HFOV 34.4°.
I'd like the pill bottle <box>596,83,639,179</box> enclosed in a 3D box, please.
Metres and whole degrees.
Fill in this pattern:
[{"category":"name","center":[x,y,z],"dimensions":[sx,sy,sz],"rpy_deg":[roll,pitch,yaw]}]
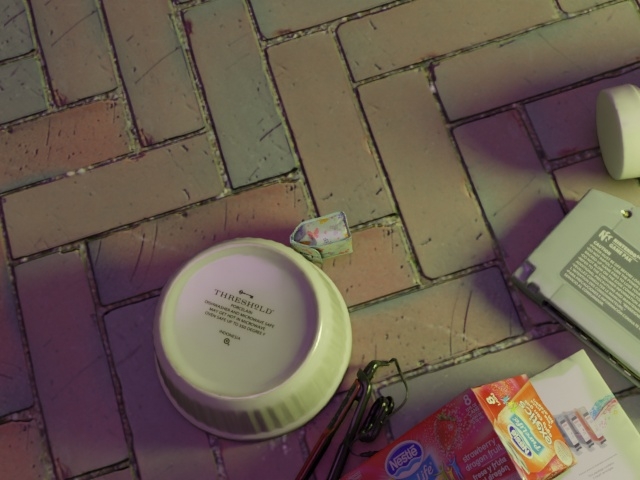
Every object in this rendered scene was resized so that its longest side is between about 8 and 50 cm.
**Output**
[{"category":"pill bottle","center":[0.534,-0.167,1.387],"dimensions":[0.301,0.169,0.169],"rpy_deg":[-10,68,1]}]

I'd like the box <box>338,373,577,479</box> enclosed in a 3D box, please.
[{"category":"box","center":[0.150,0.275,1.208],"dimensions":[0.257,0.128,0.123],"rpy_deg":[-43,65,33]}]

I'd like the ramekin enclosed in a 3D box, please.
[{"category":"ramekin","center":[-0.097,0.121,1.360],"dimensions":[0.273,0.127,0.273],"rpy_deg":[-2,69,5]}]

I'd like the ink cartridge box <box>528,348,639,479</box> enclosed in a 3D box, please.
[{"category":"ink cartridge box","center":[0.308,0.248,1.270],"dimensions":[0.127,0.128,0.176],"rpy_deg":[-27,68,-5]}]

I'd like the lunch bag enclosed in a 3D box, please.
[{"category":"lunch bag","center":[0.000,0.000,1.427],"dimensions":[0.083,0.071,0.053],"rpy_deg":[-13,72,-2]}]

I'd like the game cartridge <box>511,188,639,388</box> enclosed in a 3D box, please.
[{"category":"game cartridge","center":[0.427,0.073,1.367],"dimensions":[0.294,0.060,0.196],"rpy_deg":[41,82,18]}]

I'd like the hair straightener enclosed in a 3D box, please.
[{"category":"hair straightener","center":[0.051,0.254,1.345],"dimensions":[0.089,0.047,0.230],"rpy_deg":[27,70,15]}]
